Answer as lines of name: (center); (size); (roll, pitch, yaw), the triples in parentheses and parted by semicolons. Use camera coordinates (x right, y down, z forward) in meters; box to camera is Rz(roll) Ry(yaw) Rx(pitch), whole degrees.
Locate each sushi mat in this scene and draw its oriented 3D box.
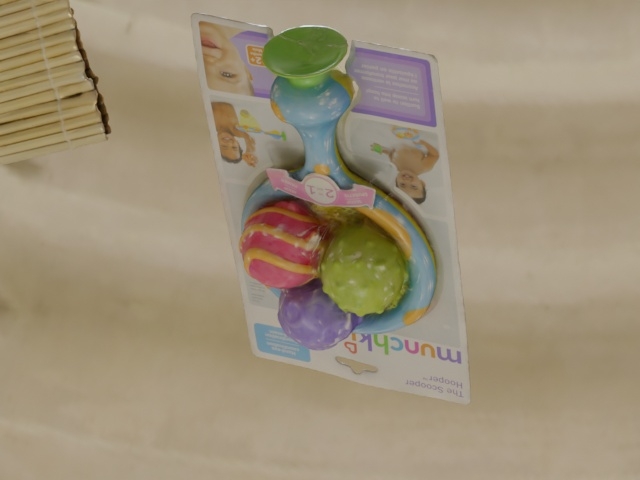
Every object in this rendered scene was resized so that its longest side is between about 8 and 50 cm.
sushi mat: (-0.271, -0.101, 1.140); (0.019, 0.317, 0.151); (-35, -69, -61)

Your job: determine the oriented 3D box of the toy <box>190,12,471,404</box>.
toy: (0.000, 0.000, 1.013); (0.137, 0.237, 0.056); (12, -139, 23)
